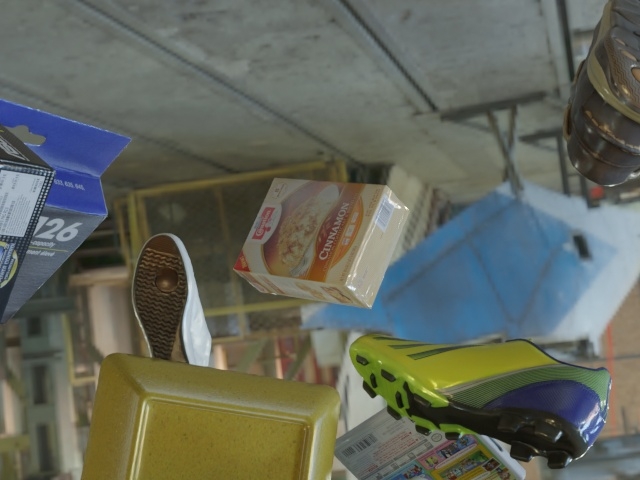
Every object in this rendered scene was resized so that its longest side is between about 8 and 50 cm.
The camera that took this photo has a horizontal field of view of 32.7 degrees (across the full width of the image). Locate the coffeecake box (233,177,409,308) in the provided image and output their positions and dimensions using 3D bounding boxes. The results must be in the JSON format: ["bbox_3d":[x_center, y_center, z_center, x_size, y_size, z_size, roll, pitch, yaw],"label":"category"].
[{"bbox_3d":[0.000,0.000,1.387,0.185,0.142,0.068,6,154,39],"label":"coffeecake box"}]

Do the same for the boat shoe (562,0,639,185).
[{"bbox_3d":[0.300,-0.151,1.078,0.130,0.132,0.355,-58,170,29],"label":"boat shoe"}]

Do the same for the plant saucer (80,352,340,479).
[{"bbox_3d":[-0.139,0.328,1.401,0.332,0.333,0.081,11,166,-14],"label":"plant saucer"}]

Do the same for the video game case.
[{"bbox_3d":[0.148,0.311,1.545,0.212,0.193,0.023,-39,-171,31],"label":"video game case"}]

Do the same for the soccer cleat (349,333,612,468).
[{"bbox_3d":[0.160,0.142,1.120,0.289,0.093,0.121,14,-129,38],"label":"soccer cleat"}]

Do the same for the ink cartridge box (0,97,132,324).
[{"bbox_3d":[-0.401,-0.024,1.246,0.307,0.072,0.303,-42,151,23],"label":"ink cartridge box"}]

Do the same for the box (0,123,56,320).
[{"bbox_3d":[-0.351,0.011,0.956,0.060,0.270,0.216,8,-158,-49],"label":"box"}]

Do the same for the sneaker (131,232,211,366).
[{"bbox_3d":[-0.249,0.130,1.861,0.105,0.290,0.123,-4,-177,13],"label":"sneaker"}]

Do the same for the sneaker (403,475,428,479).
[{"bbox_3d":[0.084,0.353,1.215,0.086,0.085,0.237,-41,-174,24],"label":"sneaker"}]
